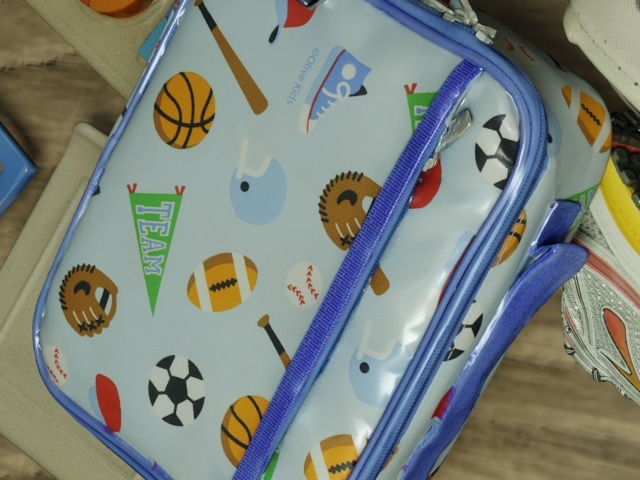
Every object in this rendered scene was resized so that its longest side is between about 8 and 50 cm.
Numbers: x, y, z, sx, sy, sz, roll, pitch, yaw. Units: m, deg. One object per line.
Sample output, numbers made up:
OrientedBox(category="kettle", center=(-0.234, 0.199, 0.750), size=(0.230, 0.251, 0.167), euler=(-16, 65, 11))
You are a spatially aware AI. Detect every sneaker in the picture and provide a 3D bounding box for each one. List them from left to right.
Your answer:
OrientedBox(category="sneaker", center=(0.178, 0.051, 0.922), size=(0.093, 0.088, 0.225), euler=(-39, 66, 41))

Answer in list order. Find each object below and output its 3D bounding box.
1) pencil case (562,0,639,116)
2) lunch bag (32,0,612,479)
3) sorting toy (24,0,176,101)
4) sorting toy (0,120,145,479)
OrientedBox(category="pencil case", center=(0.306, -0.194, 0.840), size=(0.410, 0.183, 0.160), euler=(-47, 37, 14))
OrientedBox(category="lunch bag", center=(0.000, 0.000, 0.926), size=(0.243, 0.115, 0.303), euler=(37, 109, 30))
OrientedBox(category="sorting toy", center=(-0.036, -0.212, 1.085), size=(0.229, 0.041, 0.307), euler=(45, 103, 25))
OrientedBox(category="sorting toy", center=(-0.115, 0.055, 1.086), size=(0.348, 0.047, 0.196), euler=(33, 102, 27))
